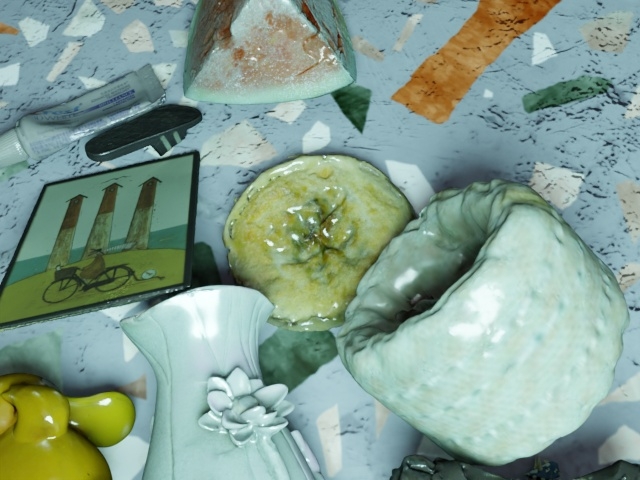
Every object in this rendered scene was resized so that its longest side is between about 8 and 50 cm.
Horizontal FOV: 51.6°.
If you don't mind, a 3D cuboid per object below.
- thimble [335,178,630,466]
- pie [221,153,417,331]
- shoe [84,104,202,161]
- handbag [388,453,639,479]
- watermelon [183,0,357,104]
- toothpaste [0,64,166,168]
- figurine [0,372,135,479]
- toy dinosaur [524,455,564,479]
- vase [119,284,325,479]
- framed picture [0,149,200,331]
[{"bbox_3d":[0.172,0.080,0.732,0.195,0.291,0.291,41,77,-12],"label":"thimble"},{"bbox_3d":[0.000,0.000,0.907,0.274,0.055,0.274,-2,69,5],"label":"pie"},{"bbox_3d":[-0.260,-0.149,0.989,0.179,0.049,0.071,-29,48,-24],"label":"shoe"},{"bbox_3d":[0.204,0.311,0.675,0.285,0.257,0.113,4,39,8],"label":"handbag"},{"bbox_3d":[-0.093,-0.322,0.958,0.261,0.201,0.213,-10,61,6],"label":"watermelon"},{"bbox_3d":[-0.373,-0.183,1.004,0.282,0.068,0.099,-28,76,-6],"label":"toothpaste"},{"bbox_3d":[-0.324,0.260,0.770,0.215,0.215,0.228,-14,39,1],"label":"figurine"},{"bbox_3d":[0.263,0.301,0.784,0.047,0.030,0.083,8,70,9],"label":"toy dinosaur"},{"bbox_3d":[-0.106,0.273,0.728,0.250,0.250,0.445,-13,69,1],"label":"vase"},{"bbox_3d":[-0.281,-0.014,0.870,0.244,0.013,0.324,-12,37,1],"label":"framed picture"}]
